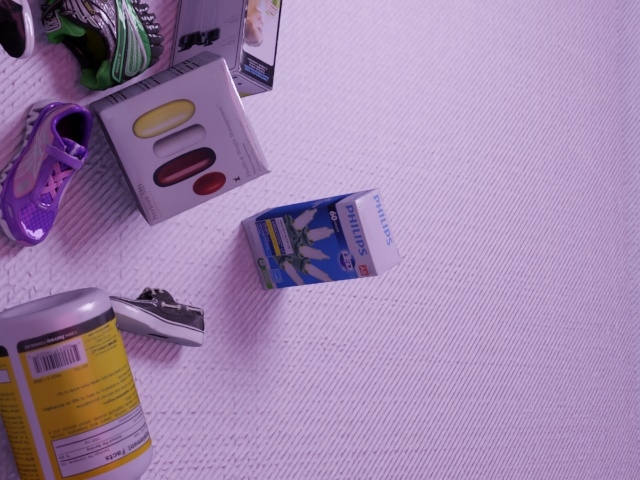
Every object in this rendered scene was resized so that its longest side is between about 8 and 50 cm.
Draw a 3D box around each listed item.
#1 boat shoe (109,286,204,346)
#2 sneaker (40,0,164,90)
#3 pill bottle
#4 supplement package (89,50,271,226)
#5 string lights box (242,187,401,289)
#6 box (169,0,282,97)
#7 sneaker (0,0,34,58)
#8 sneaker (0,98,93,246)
[{"bbox_3d":[-0.263,0.111,1.921,0.219,0.078,0.070,26,65,-52],"label":"boat shoe"},{"bbox_3d":[-0.364,-0.382,1.842,0.146,0.134,0.343,-50,120,-40],"label":"sneaker"},{"bbox_3d":[-0.343,0.247,1.720,0.188,0.188,0.333,-22,101,-48],"label":"pill bottle"},{"bbox_3d":[-0.216,-0.158,1.890,0.203,0.149,0.194,-26,107,-9],"label":"supplement package"},{"bbox_3d":[0.000,0.000,2.087,0.077,0.260,0.133,-28,104,-47],"label":"string lights box"},{"bbox_3d":[-0.153,-0.380,2.054,0.087,0.169,0.290,24,65,-46],"label":"box"},{"bbox_3d":[-0.493,-0.352,1.744,0.121,0.079,0.216,-19,90,-45],"label":"sneaker"},{"bbox_3d":[-0.390,-0.105,1.789,0.095,0.105,0.236,33,61,-42],"label":"sneaker"}]
